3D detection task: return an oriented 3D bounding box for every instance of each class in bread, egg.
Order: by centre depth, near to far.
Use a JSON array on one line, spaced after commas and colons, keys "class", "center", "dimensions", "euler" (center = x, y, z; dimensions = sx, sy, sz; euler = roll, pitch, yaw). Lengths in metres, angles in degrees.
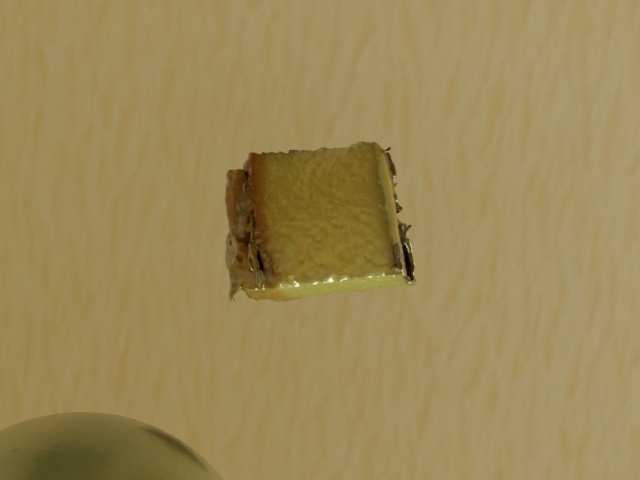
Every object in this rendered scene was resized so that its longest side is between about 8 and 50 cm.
[{"class": "egg", "center": [-0.129, 0.184, 0.817], "dimensions": [0.189, 0.188, 0.254], "euler": [10, 179, 9]}, {"class": "bread", "center": [0.000, 0.000, 1.293], "dimensions": [0.147, 0.127, 0.152], "euler": [-6, 159, 9]}]
